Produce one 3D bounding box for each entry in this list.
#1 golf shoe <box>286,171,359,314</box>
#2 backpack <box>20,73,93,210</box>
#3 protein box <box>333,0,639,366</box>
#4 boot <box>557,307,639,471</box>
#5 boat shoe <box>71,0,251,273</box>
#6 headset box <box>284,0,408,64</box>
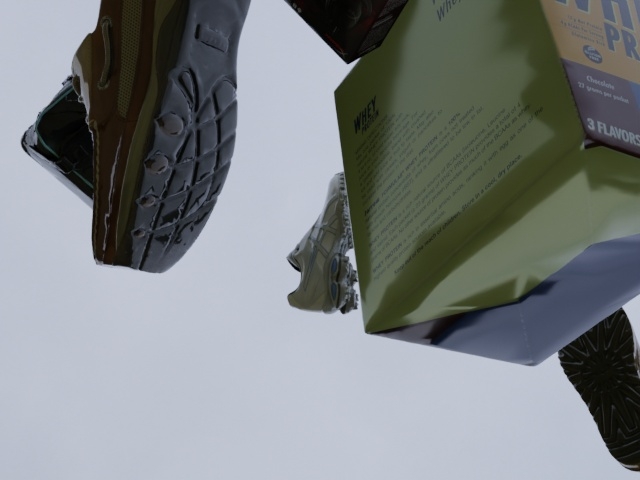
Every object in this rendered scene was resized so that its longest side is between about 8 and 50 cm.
[{"bbox_3d":[0.000,0.000,1.069,0.086,0.069,0.176,-5,-121,18],"label":"golf shoe"},{"bbox_3d":[-0.228,-0.130,1.082,0.166,0.188,0.144,42,-17,-18],"label":"backpack"},{"bbox_3d":[0.122,-0.063,0.581,0.200,0.136,0.201,-48,-142,44],"label":"protein box"},{"bbox_3d":[0.384,0.210,1.111,0.089,0.269,0.236,-26,-132,24],"label":"boot"},{"bbox_3d":[-0.141,-0.135,0.791,0.120,0.122,0.324,9,-96,27],"label":"boat shoe"},{"bbox_3d":[0.018,-0.142,0.479,0.062,0.032,0.083,47,-37,8],"label":"headset box"}]
